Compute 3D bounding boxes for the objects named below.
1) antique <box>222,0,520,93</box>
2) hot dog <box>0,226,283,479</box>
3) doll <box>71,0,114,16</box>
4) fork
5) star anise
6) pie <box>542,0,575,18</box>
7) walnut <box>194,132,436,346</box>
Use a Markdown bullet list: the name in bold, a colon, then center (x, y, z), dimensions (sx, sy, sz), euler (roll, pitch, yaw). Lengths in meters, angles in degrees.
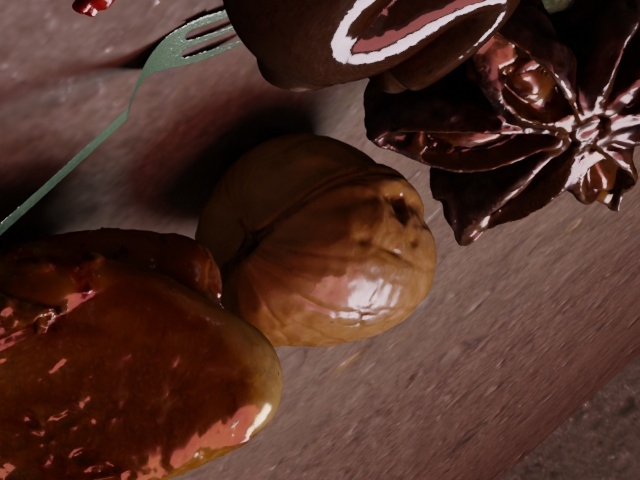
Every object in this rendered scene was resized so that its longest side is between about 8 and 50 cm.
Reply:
- **antique**: center (0.048, -0.178, 0.659), dimensions (0.143, 0.121, 0.257), euler (-2, 146, -46)
- **hot dog**: center (-0.159, 0.077, 0.760), dimensions (0.256, 0.153, 0.150), euler (-24, -175, -13)
- **doll**: center (-0.114, -0.133, 0.536), dimensions (0.169, 0.057, 0.109), euler (9, 113, -54)
- **fork**: center (-0.114, -0.059, 0.703), dimensions (0.235, 0.021, 0.039), euler (-45, 162, -35)
- **star anise**: center (0.128, -0.084, 0.857), dimensions (0.214, 0.099, 0.220), euler (2, 146, -14)
- **pie**: center (0.191, -0.235, 0.846), dimensions (0.302, 0.067, 0.302), euler (-32, 163, -11)
- **walnut**: center (0.000, 0.000, 0.897), dimensions (0.144, 0.144, 0.180), euler (-48, 150, 20)
